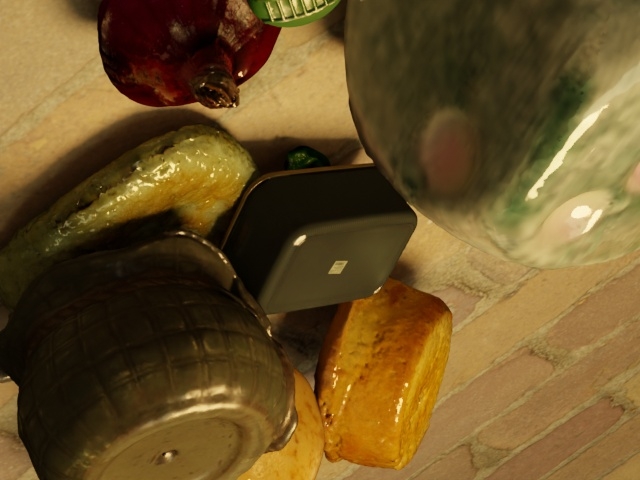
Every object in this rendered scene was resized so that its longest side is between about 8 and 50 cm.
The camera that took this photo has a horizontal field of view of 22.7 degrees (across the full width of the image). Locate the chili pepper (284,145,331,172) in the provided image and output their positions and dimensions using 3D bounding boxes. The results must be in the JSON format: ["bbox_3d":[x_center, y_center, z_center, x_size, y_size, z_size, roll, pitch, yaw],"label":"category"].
[{"bbox_3d":[-0.017,-0.049,1.810,0.073,0.050,0.182,-19,147,-17],"label":"chili pepper"}]

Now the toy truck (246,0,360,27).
[{"bbox_3d":[-0.025,-0.280,1.286,0.125,0.242,0.101,-13,147,-5],"label":"toy truck"}]

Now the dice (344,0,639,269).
[{"bbox_3d":[0.242,-0.187,1.562,0.328,0.330,0.348,-4,142,-38],"label":"dice"}]

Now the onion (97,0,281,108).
[{"bbox_3d":[-0.114,-0.189,1.397,0.173,0.198,0.135,-26,119,-2],"label":"onion"}]

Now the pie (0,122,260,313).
[{"bbox_3d":[-0.194,0.001,1.716,0.323,0.070,0.323,-24,150,-15],"label":"pie"}]

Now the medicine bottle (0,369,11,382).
[{"bbox_3d":[-0.295,0.134,1.828,0.199,0.057,0.057,-14,146,-25],"label":"medicine bottle"}]

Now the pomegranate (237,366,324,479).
[{"bbox_3d":[-0.132,0.251,1.924,0.307,0.307,0.307,-22,148,-15],"label":"pomegranate"}]

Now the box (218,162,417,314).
[{"bbox_3d":[0.000,0.000,1.759,0.201,0.090,0.144,-6,136,-41],"label":"box"}]

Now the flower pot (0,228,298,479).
[{"bbox_3d":[-0.175,0.150,1.661,0.302,0.213,0.302,-19,149,-12],"label":"flower pot"}]

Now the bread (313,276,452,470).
[{"bbox_3d":[0.074,0.171,2.037,0.268,0.146,0.268,15,90,-74],"label":"bread"}]
